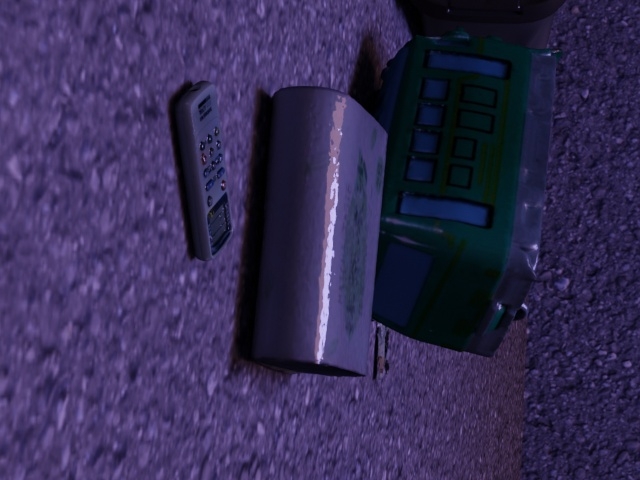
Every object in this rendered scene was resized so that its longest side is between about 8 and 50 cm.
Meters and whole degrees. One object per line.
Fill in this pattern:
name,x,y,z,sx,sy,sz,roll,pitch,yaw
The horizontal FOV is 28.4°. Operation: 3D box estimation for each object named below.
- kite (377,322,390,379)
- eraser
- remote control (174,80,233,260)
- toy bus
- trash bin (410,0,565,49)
kite,0.075,0.031,1.500,0.323,0.013,0.267,-8,99,-72
eraser,0.000,0.000,1.085,0.174,0.081,0.226,36,59,-71
remote control,-0.082,-0.048,0.892,0.053,0.018,0.124,-58,147,-60
toy bus,0.137,-0.064,1.343,0.183,0.200,0.343,105,-1,-51
trash bin,0.215,-0.344,1.616,0.250,0.220,0.219,71,26,-70
